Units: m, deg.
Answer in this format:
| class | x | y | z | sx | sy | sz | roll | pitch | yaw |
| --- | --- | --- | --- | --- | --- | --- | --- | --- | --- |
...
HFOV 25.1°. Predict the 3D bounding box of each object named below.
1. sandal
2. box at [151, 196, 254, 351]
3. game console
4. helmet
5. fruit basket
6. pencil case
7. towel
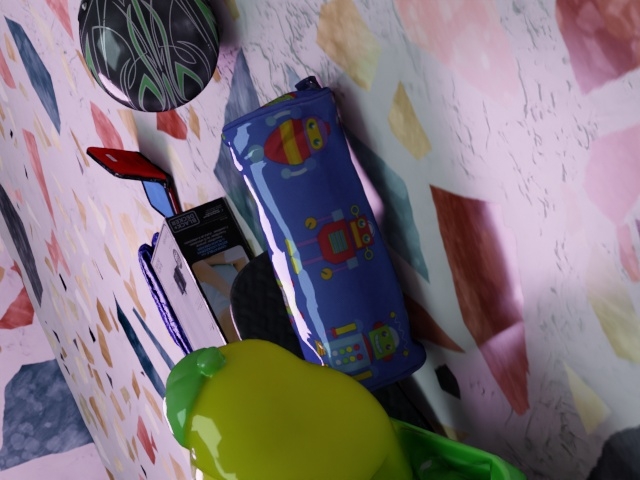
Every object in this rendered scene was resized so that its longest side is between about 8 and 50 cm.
| class | x | y | z | sx | sy | sz | roll | pitch | yaw |
| --- | --- | --- | --- | --- | --- | --- | --- | --- | --- |
| sandal | 0.043 | 0.211 | 1.516 | 0.107 | 0.167 | 0.446 | 48 | -160 | -71 |
| box | -0.114 | 0.110 | 1.862 | 0.290 | 0.087 | 0.169 | 63 | 160 | 15 |
| game console | -0.268 | -0.074 | 2.079 | 0.144 | 0.124 | 0.085 | 34 | 115 | 57 |
| helmet | -0.190 | -0.226 | 1.596 | 0.161 | 0.169 | 0.169 | -141 | 31 | -83 |
| fruit basket | 0.012 | 0.243 | 1.217 | 0.392 | 0.392 | 0.283 | 9 | 84 | 67 |
| pencil case | 0.000 | 0.000 | 1.400 | 0.133 | 0.119 | 0.306 | 0 | 111 | 69 |
| towel | -0.185 | 0.139 | 2.066 | 0.308 | 0.076 | 0.227 | 67 | 166 | 3 |
